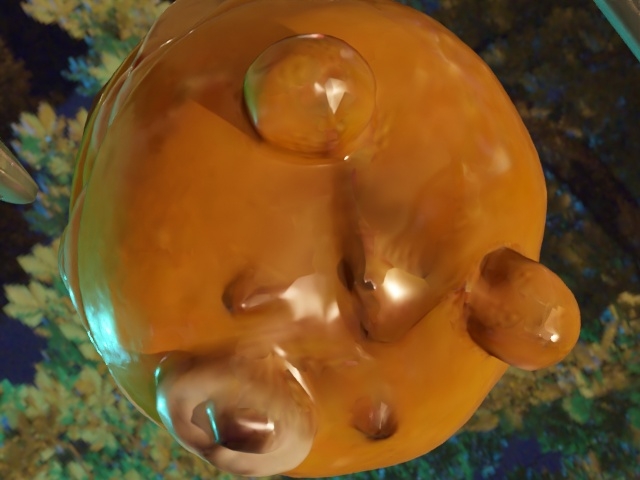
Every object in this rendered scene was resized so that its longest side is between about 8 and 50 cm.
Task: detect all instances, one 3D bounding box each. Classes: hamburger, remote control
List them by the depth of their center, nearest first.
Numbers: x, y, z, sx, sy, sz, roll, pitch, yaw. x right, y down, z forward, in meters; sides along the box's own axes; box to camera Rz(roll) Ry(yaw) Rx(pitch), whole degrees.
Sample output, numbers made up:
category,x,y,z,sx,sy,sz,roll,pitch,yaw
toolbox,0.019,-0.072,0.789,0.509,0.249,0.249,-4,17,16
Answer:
category,x,y,z,sx,sy,sz,roll,pitch,yaw
hamburger,0.000,0.000,0.592,0.276,0.276,0.237,-35,-162,-9
remote control,-0.310,-0.111,0.888,0.045,0.097,0.256,-43,-112,-9

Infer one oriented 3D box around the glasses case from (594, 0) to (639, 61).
category,x,y,z,sx,sy,sz,roll,pitch,yaw
glasses case,0.251,-0.193,0.868,0.105,0.266,0.056,-29,-160,40
